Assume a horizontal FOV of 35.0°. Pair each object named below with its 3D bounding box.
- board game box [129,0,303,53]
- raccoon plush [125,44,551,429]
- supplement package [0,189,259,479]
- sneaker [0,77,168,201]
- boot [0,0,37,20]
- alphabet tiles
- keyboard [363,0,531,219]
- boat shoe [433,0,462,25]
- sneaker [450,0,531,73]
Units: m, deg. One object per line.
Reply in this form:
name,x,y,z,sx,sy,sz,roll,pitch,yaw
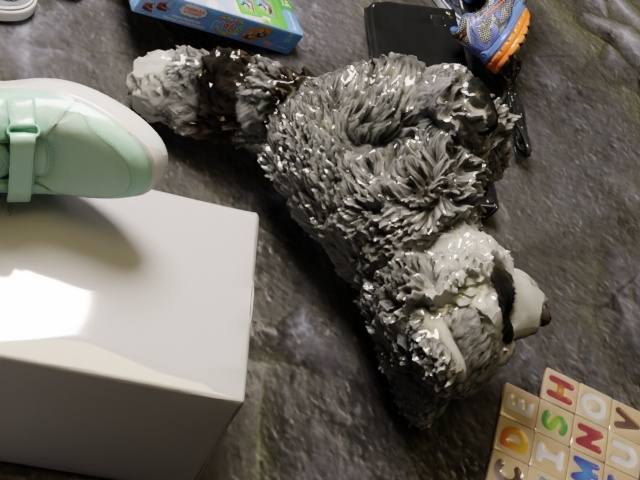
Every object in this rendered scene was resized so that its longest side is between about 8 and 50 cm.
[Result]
board game box,-0.131,-0.299,1.135,0.211,0.039,0.160,6,53,-41
raccoon plush,0.000,0.000,0.979,0.446,0.216,0.299,7,67,20
supplement package,-0.213,0.063,0.789,0.292,0.175,0.178,13,51,-14
sneaker,-0.238,-0.041,0.673,0.255,0.094,0.151,12,44,-2
boot,-0.375,-0.299,1.033,0.189,0.086,0.069,26,50,-5
alphabet tiles,0.252,0.242,0.978,0.198,0.009,0.237,25,51,-5
keyboard,0.160,-0.159,1.209,0.201,0.033,0.317,4,56,-14
boat shoe,0.186,-0.335,1.309,0.183,0.083,0.065,47,52,12
sneaker,0.217,-0.311,1.244,0.087,0.083,0.221,25,57,-13
